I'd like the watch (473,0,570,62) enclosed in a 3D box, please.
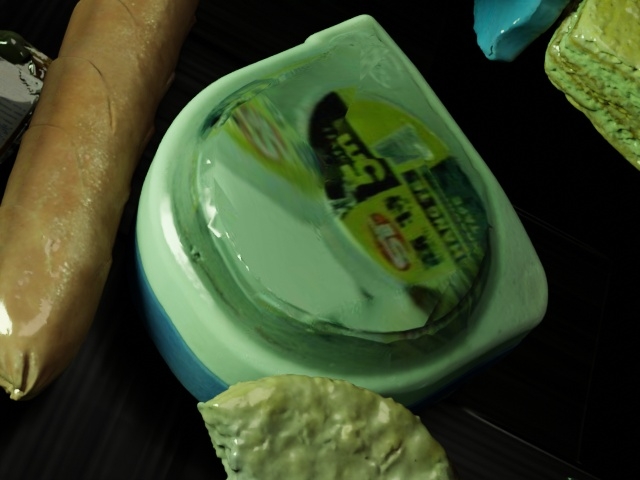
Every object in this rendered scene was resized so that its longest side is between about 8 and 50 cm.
[{"bbox_3d":[0.087,-0.304,1.160,0.275,0.241,0.305,-1,93,-31],"label":"watch"}]

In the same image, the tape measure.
[{"bbox_3d":[0.002,-0.001,0.950,0.262,0.138,0.259,-24,71,-37],"label":"tape measure"}]

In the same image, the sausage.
[{"bbox_3d":[-0.153,-0.080,0.955,0.088,0.088,0.433,23,51,-13],"label":"sausage"}]

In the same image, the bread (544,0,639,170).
[{"bbox_3d":[0.284,-0.145,1.200,0.196,0.102,0.138,37,48,-11],"label":"bread"}]

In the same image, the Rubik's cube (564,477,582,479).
[{"bbox_3d":[0.175,0.258,0.857,0.151,0.154,0.155,18,53,-18],"label":"Rubik's cube"}]

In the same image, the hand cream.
[{"bbox_3d":[-0.232,-0.080,0.948,0.062,0.039,0.163,30,45,-6],"label":"hand cream"}]

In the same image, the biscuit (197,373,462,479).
[{"bbox_3d":[0.032,0.179,0.843,0.133,0.032,0.250,-28,99,-23],"label":"biscuit"}]
